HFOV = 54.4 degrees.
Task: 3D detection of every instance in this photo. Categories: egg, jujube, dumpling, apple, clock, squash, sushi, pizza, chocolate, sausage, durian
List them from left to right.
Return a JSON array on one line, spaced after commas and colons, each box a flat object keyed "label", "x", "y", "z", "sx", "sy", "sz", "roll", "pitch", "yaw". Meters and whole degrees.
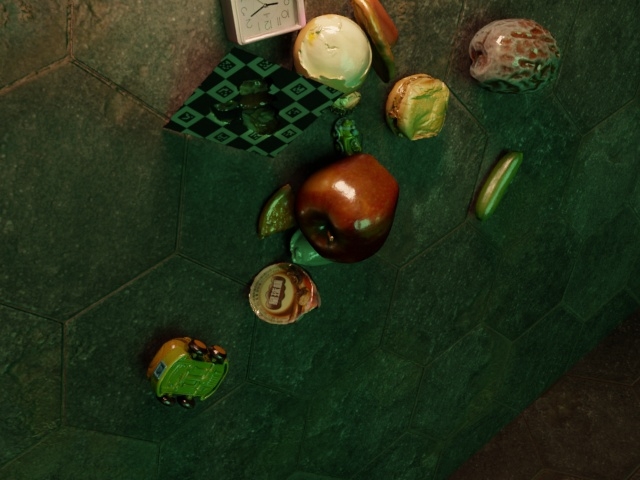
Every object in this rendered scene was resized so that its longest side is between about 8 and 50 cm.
[{"label": "sushi", "x": -0.167, "y": -0.351, "z": 1.544, "sx": 0.339, "sy": 0.069, "sz": 0.320, "roll": 11, "pitch": 147, "yaw": -39}, {"label": "clock", "x": -0.138, "y": -0.573, "z": 1.512, "sx": 0.197, "sy": 0.063, "sz": 0.150, "roll": -24, "pitch": 127, "yaw": -25}, {"label": "pizza", "x": -0.113, "y": -0.079, "z": 1.819, "sx": 0.130, "sy": 0.041, "sz": 0.178, "roll": 9, "pitch": 108, "yaw": -37}, {"label": "chocolate", "x": -0.097, "y": 0.180, "z": 1.894, "sx": 0.221, "sy": 0.221, "sz": 0.147, "roll": -44, "pitch": 153, "yaw": -9}, {"label": "dumpling", "x": 0.004, "y": 0.010, "z": 1.910, "sx": 0.216, "sy": 0.105, "sz": 0.149, "roll": 4, "pitch": 118, "yaw": -34}, {"label": "egg", "x": 0.032, "y": -0.465, "z": 1.598, "sx": 0.201, "sy": 0.244, "sz": 0.201, "roll": 0, "pitch": 91, "yaw": 2}, {"label": "durian", "x": 0.069, "y": -0.392, "z": 1.797, "sx": 0.130, "sy": 0.052, "sz": 0.066, "roll": -16, "pitch": 84, "yaw": -34}, {"label": "apple", "x": 0.076, "y": -0.093, "z": 1.780, "sx": 0.317, "sy": 0.288, "sz": 0.288, "roll": -50, "pitch": 139, "yaw": -39}, {"label": "sausage", "x": 0.153, "y": -0.601, "z": 1.712, "sx": 0.077, "sy": 0.077, "sz": 0.194, "roll": -51, "pitch": 132, "yaw": -2}, {"label": "squash", "x": 0.651, "y": -0.205, "z": 2.302, "sx": 0.082, "sy": 0.082, "sz": 0.293, "roll": 23, "pitch": 98, "yaw": -42}, {"label": "jujube", "x": 0.616, "y": -0.567, "z": 1.966, "sx": 0.307, "sy": 0.246, "sz": 0.215, "roll": -4, "pitch": 74, "yaw": -23}]

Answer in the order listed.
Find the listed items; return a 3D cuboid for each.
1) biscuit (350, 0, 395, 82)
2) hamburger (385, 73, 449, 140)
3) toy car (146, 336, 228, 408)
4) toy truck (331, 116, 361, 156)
[{"label": "biscuit", "x": 0.144, "y": -0.518, "z": 1.635, "sx": 0.045, "sy": 0.154, "sz": 0.299, "roll": -32, "pitch": 161, "yaw": 4}, {"label": "hamburger", "x": 0.297, "y": -0.406, "z": 1.904, "sx": 0.213, "sy": 0.108, "sz": 0.214, "roll": -18, "pitch": 124, "yaw": -28}, {"label": "toy car", "x": -0.388, "y": 0.361, "z": 1.785, "sx": 0.200, "sy": 0.142, "sz": 0.248, "roll": -55, "pitch": 143, "yaw": 1}, {"label": "toy truck", "x": 0.084, "y": -0.302, "z": 1.820, "sx": 0.076, "sy": 0.077, "sz": 0.111, "roll": -29, "pitch": 128, "yaw": -22}]
